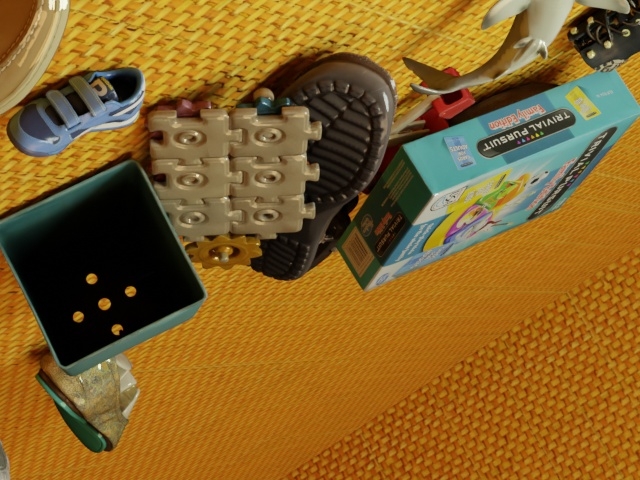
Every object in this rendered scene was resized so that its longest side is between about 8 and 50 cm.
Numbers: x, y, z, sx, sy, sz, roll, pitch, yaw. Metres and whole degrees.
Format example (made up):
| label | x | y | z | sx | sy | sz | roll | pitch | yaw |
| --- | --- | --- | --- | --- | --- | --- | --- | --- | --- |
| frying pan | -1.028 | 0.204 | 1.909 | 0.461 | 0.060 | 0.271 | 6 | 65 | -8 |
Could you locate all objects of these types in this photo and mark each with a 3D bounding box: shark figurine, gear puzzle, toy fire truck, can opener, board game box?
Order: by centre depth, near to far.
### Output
| label | x | y | z | sx | sy | sz | roll | pitch | yaw |
| --- | --- | --- | --- | --- | --- | --- | --- | --- | --- |
| shark figurine | 0.208 | -0.245 | 1.839 | 0.166 | 0.116 | 0.278 | 15 | 137 | -19 |
| gear puzzle | -0.092 | -0.058 | 1.846 | 0.175 | 0.044 | 0.339 | -2 | 151 | -4 |
| toy fire truck | 0.103 | -0.127 | 2.106 | 0.192 | 0.047 | 0.135 | -32 | 164 | 12 |
| board game box | 0.210 | -0.076 | 2.207 | 0.336 | 0.079 | 0.254 | -22 | 161 | -28 |
| can opener | 0.000 | 0.000 | 2.304 | 0.073 | 0.059 | 0.186 | -21 | 162 | -31 |

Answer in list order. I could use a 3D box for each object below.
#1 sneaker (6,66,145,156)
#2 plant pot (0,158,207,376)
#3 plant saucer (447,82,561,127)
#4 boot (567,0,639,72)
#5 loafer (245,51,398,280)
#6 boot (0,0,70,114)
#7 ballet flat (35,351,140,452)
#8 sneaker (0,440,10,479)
| label | x | y | z | sx | sy | sz | roll | pitch | yaw |
| --- | --- | --- | --- | --- | --- | --- | --- | --- | --- |
| sneaker | -0.216 | -0.120 | 1.559 | 0.144 | 0.053 | 0.059 | -28 | 168 | -38 |
| plant pot | -0.232 | 0.046 | 1.866 | 0.165 | 0.165 | 0.234 | -26 | 171 | -10 |
| plant saucer | 0.212 | -0.121 | 2.319 | 0.310 | 0.050 | 0.310 | -27 | 165 | -8 |
| boot | 0.366 | -0.270 | 2.054 | 0.178 | 0.085 | 0.236 | -34 | 165 | 26 |
| loafer | -0.011 | -0.099 | 1.912 | 0.130 | 0.133 | 0.366 | -65 | -174 | -36 |
| boot | -0.324 | -0.128 | 1.266 | 0.262 | 0.095 | 0.203 | -33 | 164 | 28 |
| ballet flat | -0.297 | 0.201 | 2.335 | 0.123 | 0.123 | 0.348 | -27 | 164 | -8 |
| sneaker | -0.502 | 0.292 | 2.322 | 0.115 | 0.090 | 0.232 | -26 | 157 | 15 |
